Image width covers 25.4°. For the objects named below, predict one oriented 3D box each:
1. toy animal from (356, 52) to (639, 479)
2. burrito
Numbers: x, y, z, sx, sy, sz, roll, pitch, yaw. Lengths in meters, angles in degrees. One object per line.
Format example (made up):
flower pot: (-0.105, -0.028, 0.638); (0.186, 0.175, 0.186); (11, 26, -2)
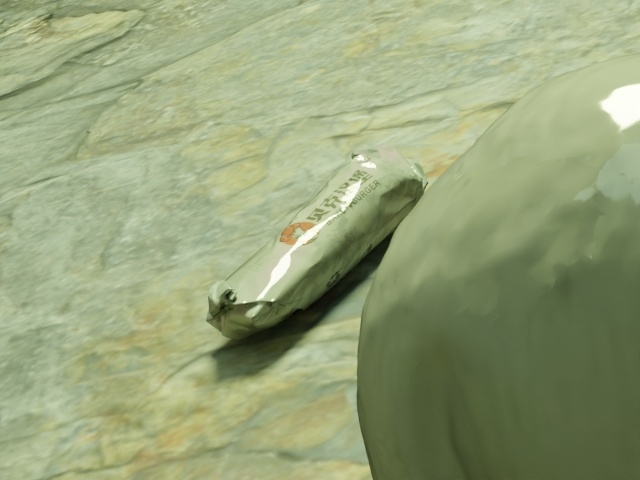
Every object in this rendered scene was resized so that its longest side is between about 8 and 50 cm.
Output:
toy animal: (0.128, 0.070, 0.441); (0.271, 0.265, 0.206); (0, 33, 35)
burrito: (0.000, 0.001, 0.940); (0.064, 0.064, 0.203); (4, 36, 44)
